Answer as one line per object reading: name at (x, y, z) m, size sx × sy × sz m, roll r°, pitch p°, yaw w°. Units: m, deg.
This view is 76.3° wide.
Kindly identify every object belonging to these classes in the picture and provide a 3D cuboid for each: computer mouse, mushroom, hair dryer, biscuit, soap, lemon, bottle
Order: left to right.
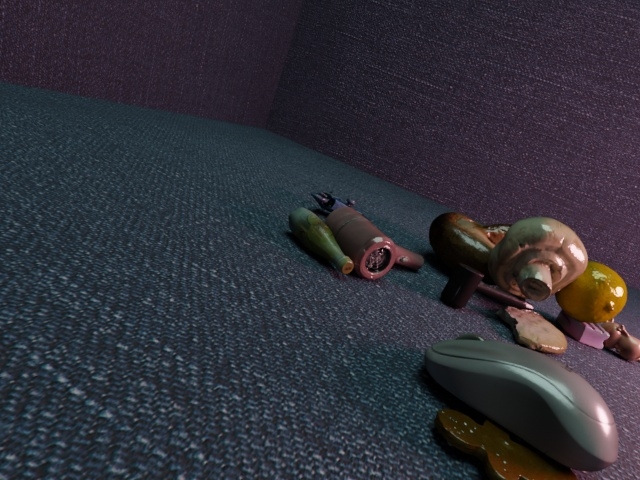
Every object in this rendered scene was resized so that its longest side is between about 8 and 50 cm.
bottle at (0.000, 0.000, 1.067) m, size 0.083 × 0.083 × 0.270 m, roll 8°, pitch 24°, yaw -36°
hair dryer at (0.193, 0.033, 1.161) m, size 0.352 × 0.126 × 0.210 m, roll 18°, pitch 17°, yaw -33°
mushroom at (0.529, 0.025, 1.425) m, size 0.344 × 0.239 × 0.345 m, roll 22°, pitch -3°, yaw 1°
hair dryer at (0.455, 0.152, 1.100) m, size 0.247 × 0.114 × 0.071 m, roll 21°, pitch 19°, yaw -9°
biscuit at (0.251, 0.298, 0.558) m, size 0.204 × 0.031 × 0.138 m, roll 27°, pitch 13°, yaw 12°
computer mouse at (0.318, 0.229, 0.655) m, size 0.296 × 0.121 × 0.184 m, roll 32°, pitch 15°, yaw 39°
biscuit at (0.570, 0.234, 1.102) m, size 0.188 × 0.040 × 0.265 m, roll 33°, pitch 21°, yaw 29°
mushroom at (0.605, 0.073, 1.142) m, size 0.253 × 0.260 × 0.234 m, roll -13°, pitch 34°, yaw 27°
soap at (0.796, 0.261, 1.252) m, size 0.100 × 0.056 × 0.149 m, roll 20°, pitch 18°, yaw 6°
lemon at (0.789, 0.149, 1.203) m, size 0.178 × 0.179 × 0.203 m, roll 19°, pitch 18°, yaw -6°

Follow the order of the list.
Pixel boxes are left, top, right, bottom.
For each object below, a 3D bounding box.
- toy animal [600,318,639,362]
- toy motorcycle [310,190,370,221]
toy animal at (0.893, 0.302, 1.214) m, size 0.089 × 0.083 × 0.150 m, roll 23°, pitch 24°, yaw -42°
toy motorcycle at (0.070, -0.122, 1.504) m, size 0.254 × 0.092 × 0.135 m, roll 26°, pitch 7°, yaw -15°
